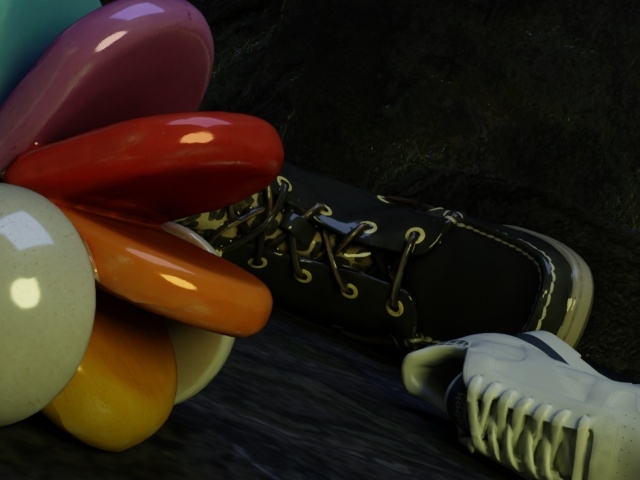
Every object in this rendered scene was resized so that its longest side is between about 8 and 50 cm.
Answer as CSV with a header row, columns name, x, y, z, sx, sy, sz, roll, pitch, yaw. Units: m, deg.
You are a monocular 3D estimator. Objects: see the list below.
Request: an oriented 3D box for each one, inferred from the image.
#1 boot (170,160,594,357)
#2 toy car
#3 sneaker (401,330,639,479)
name,x,y,z,sx,sy,sz,roll,pitch,yaw
boot,0.000,0.000,0.846,0.284,0.138,0.377,22,-1,-32
toy car,-0.085,-0.025,0.376,0.182,0.136,0.159,54,13,16
sneaker,0.132,0.110,0.602,0.094,0.090,0.235,8,5,-23
